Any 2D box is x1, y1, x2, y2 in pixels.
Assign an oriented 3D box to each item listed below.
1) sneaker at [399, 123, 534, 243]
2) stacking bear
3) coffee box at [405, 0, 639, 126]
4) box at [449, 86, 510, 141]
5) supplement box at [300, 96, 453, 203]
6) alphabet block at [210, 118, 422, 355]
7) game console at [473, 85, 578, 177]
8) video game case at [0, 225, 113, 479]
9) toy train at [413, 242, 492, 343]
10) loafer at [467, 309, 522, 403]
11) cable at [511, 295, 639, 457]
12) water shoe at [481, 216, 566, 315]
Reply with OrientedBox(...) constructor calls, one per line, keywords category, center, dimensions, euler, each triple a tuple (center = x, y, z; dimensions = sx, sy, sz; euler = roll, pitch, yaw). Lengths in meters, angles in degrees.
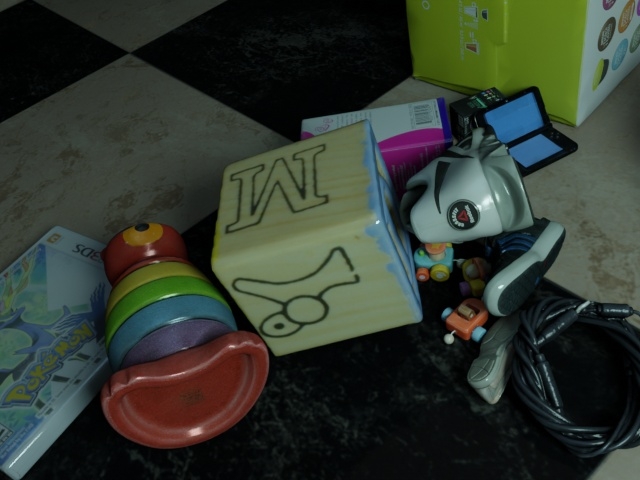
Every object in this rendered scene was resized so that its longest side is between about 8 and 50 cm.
OrientedBox(category="sneaker", center=(0.170, -0.067, 0.808), dimensions=(0.146, 0.122, 0.330), euler=(-20, 4, 16))
OrientedBox(category="stacking bear", center=(-0.192, 0.087, 0.781), dimensions=(0.175, 0.164, 0.289), euler=(-17, 47, -16))
OrientedBox(category="coffee box", center=(0.364, -0.449, 1.054), dimensions=(0.338, 0.337, 0.334), euler=(29, 59, 36))
OrientedBox(category="box", center=(0.258, -0.199, 1.029), dimensions=(0.083, 0.062, 0.052), euler=(-21, 43, -6))
OrientedBox(category="supplement box", center=(0.086, -0.127, 0.969), dimensions=(0.220, 0.114, 0.111), euler=(-6, 45, 8))
OrientedBox(category="alphabet block", center=(0.000, 0.000, 0.790), dimensions=(0.197, 0.192, 0.193), euler=(-15, 41, 13))
OrientedBox(category="game console", center=(0.313, -0.165, 0.973), dimensions=(0.122, 0.071, 0.107), euler=(-26, 44, -10))
OrientedBox(category="video game case", center=(-0.396, 0.129, 0.901), dimensions=(0.300, 0.036, 0.329), euler=(17, 53, 30))
OrientedBox(category="toy train", center=(0.162, 0.052, 0.814), dimensions=(0.125, 0.046, 0.166), euler=(-35, 47, -20))
OrientedBox(category="loafer", center=(0.207, 0.132, 0.731), dimensions=(0.045, 0.039, 0.125), euler=(-14, 25, 49))
OrientedBox(category="cable", center=(0.278, 0.137, 0.677), dimensions=(0.150, 0.047, 0.184), euler=(15, 57, 10))
OrientedBox(category="water shoe", center=(0.230, 0.026, 0.783), dimensions=(0.080, 0.073, 0.203), euler=(26, 35, 29))
